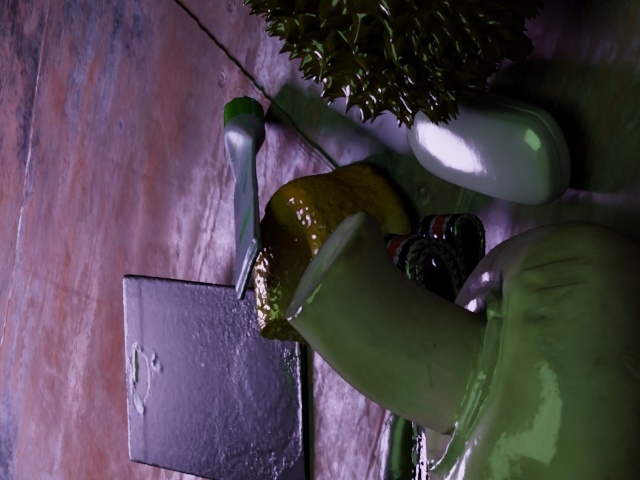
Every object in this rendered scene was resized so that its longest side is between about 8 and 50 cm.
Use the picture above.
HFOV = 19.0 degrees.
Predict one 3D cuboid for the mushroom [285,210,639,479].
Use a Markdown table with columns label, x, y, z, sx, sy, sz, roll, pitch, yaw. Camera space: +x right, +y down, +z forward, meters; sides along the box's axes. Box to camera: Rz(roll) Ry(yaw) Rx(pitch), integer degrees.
| label | x | y | z | sx | sy | sz | roll | pitch | yaw |
| --- | --- | --- | --- | --- | --- | --- | --- | --- | --- |
| mushroom | 0.178 | 0.105 | 1.623 | 0.315 | 0.315 | 0.356 | -40 | 73 | 54 |

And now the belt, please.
| label | x | y | z | sx | sy | sz | roll | pitch | yaw |
| --- | --- | --- | --- | --- | --- | --- | --- | --- | --- |
| belt | 0.126 | 0.154 | 1.845 | 0.094 | 0.126 | 0.360 | -3 | 93 | 61 |

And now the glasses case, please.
| label | x | y | z | sx | sy | sz | roll | pitch | yaw |
| --- | --- | --- | --- | --- | --- | --- | --- | --- | --- |
| glasses case | 0.155 | -0.093 | 1.811 | 0.233 | 0.059 | 0.092 | 21 | 125 | 58 |

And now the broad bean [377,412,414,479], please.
| label | x | y | z | sx | sy | sz | roll | pitch | yaw |
| --- | --- | --- | --- | --- | --- | --- | --- | --- | --- |
| broad bean | 0.095 | 0.310 | 1.973 | 0.075 | 0.067 | 0.325 | 18 | 114 | 40 |

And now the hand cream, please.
| label | x | y | z | sx | sy | sz | roll | pitch | yaw |
| --- | --- | --- | --- | --- | --- | --- | --- | --- | --- |
| hand cream | -0.083 | -0.055 | 2.137 | 0.275 | 0.050 | 0.079 | -94 | -8 | -47 |

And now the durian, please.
| label | x | y | z | sx | sy | sz | roll | pitch | yaw |
| --- | --- | --- | --- | --- | --- | --- | --- | --- | --- |
| durian | 0.054 | -0.302 | 1.732 | 0.384 | 0.347 | 0.347 | 45 | 138 | 8 |

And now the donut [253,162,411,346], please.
| label | x | y | z | sx | sy | sz | roll | pitch | yaw |
| --- | --- | --- | --- | --- | --- | --- | --- | --- | --- |
| donut | -0.003 | -0.001 | 2.075 | 0.259 | 0.101 | 0.152 | 125 | 137 | -53 |

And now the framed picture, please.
| label | x | y | z | sx | sy | sz | roll | pitch | yaw |
| --- | --- | --- | --- | --- | --- | --- | --- | --- | --- |
| framed picture | -0.131 | 0.171 | 2.314 | 0.324 | 0.013 | 0.244 | 6 | 99 | 46 |
